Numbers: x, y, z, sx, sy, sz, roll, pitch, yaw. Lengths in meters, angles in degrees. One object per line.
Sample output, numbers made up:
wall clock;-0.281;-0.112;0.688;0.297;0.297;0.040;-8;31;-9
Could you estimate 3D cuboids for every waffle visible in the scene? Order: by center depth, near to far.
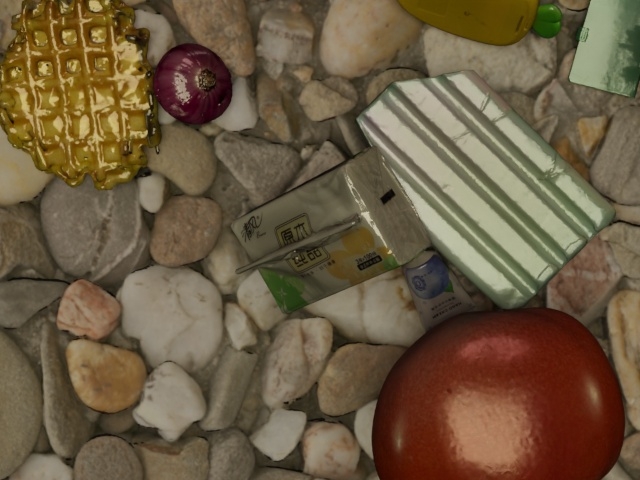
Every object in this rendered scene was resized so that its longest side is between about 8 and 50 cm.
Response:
waffle;-0.336;-0.215;1.758;0.280;0.060;0.262;39;99;0

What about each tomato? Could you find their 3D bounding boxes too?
tomato;0.229;0.219;1.662;0.342;0.341;0.272;-10;98;4

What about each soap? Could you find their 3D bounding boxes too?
soap;0.210;-0.087;1.726;0.347;0.115;0.208;44;96;-3

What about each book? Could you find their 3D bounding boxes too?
book;0.406;-0.276;1.742;0.103;0.017;0.135;14;99;-2

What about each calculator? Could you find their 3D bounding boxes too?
calculator;0.212;-0.320;1.687;0.235;0.146;0.032;17;63;3

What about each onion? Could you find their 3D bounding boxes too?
onion;-0.180;-0.215;1.740;0.104;0.115;0.115;-12;100;48

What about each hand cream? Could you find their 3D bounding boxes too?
hand cream;0.160;0.063;1.785;0.084;0.053;0.142;-27;106;5

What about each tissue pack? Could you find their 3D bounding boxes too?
tissue pack;0.000;0.000;1.685;0.229;0.145;0.159;-25;98;40
